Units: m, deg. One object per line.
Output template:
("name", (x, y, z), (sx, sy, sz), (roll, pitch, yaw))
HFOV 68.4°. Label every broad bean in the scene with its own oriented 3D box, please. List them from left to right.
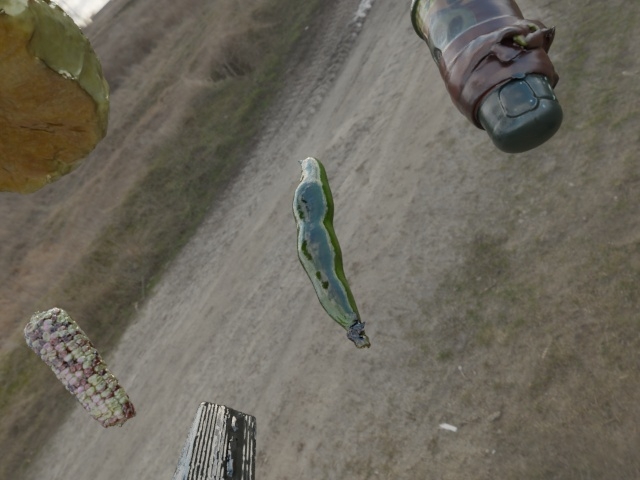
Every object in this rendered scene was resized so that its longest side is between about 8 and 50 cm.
("broad bean", (-0.001, 0.000, 0.584), (0.060, 0.043, 0.298), (-15, 56, 3))

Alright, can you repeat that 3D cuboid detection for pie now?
("pie", (-0.393, -0.153, 0.491), (0.339, 0.339, 0.083), (-33, 62, 18))

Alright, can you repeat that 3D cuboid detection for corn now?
("corn", (-0.473, 0.253, 0.922), (0.092, 0.280, 0.092), (-39, -5, -5))

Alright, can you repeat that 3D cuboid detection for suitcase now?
("suitcase", (-0.229, 0.507, 0.923), (0.335, 0.152, 0.230), (-112, 43, -73))

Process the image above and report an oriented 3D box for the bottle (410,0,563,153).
("bottle", (0.222, -0.240, 0.607), (0.143, 0.156, 0.271), (-25, 63, 18))
